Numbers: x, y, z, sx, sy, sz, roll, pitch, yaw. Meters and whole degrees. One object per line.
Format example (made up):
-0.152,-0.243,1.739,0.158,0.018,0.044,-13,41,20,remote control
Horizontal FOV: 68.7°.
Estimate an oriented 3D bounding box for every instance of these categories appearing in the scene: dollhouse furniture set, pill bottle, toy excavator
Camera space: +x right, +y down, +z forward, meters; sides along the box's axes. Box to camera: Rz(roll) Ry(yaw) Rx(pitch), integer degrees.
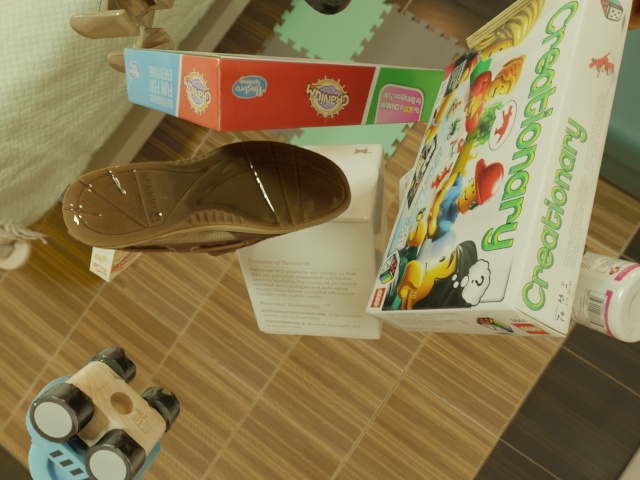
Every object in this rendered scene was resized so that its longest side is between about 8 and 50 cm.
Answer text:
-0.510,-0.634,1.036,0.257,0.394,0.361,2,76,12,dollhouse furniture set
0.584,0.102,1.053,0.161,0.283,0.160,-6,105,-23,pill bottle
-0.516,0.535,1.067,0.445,0.222,0.433,-43,95,16,toy excavator

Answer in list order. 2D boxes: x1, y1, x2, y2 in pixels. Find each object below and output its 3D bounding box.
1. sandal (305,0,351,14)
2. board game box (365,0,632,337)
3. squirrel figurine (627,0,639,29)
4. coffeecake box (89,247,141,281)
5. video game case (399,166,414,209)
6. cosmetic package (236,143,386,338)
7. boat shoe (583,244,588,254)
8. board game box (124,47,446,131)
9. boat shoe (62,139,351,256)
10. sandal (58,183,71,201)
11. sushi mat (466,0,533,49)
-0.105,-0.670,1.021,0.168,0.107,0.445,-42,97,-16,sandal
0.150,-0.069,0.415,0.053,0.193,0.305,26,72,-17,board game box
0.449,-0.441,0.531,0.398,0.281,0.369,2,109,-25,squirrel figurine
-0.543,0.000,1.275,0.068,0.142,0.185,32,128,2,coffeecake box
0.293,-0.149,1.298,0.026,0.227,0.206,22,54,-21,video game case
0.000,0.000,1.211,0.328,0.393,0.329,1,40,13,cosmetic package
0.468,-0.016,0.962,0.060,0.064,0.178,-47,42,15,boat shoe
-0.041,-0.192,0.580,0.242,0.317,0.064,28,122,46,board game box
-0.132,-0.041,0.606,0.342,0.123,0.123,-12,76,-20,boat shoe
-0.340,-0.057,0.734,0.097,0.255,0.054,34,79,-21,sandal
0.409,-0.403,0.955,0.019,0.316,0.151,-22,96,-12,sushi mat
